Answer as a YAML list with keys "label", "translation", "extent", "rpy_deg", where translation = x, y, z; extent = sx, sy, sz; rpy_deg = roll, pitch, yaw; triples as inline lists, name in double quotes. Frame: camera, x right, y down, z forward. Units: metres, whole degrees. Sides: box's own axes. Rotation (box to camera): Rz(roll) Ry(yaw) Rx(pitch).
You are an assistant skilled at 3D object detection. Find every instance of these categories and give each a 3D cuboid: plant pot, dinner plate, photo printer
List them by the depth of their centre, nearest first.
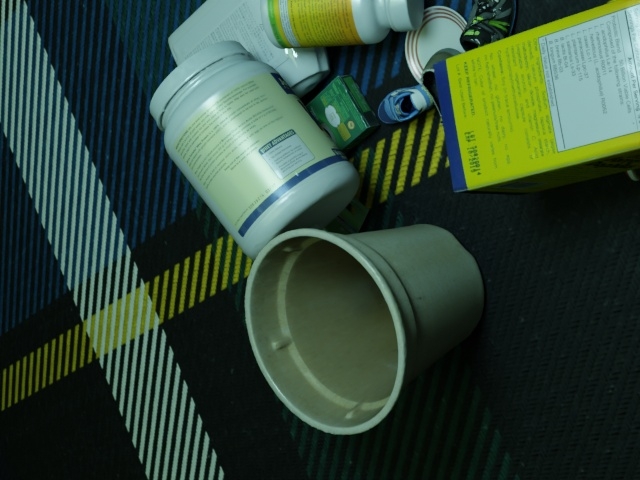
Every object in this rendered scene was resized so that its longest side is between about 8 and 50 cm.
- label: "dinner plate"
  translation: [0.198, -0.311, 1.791]
  extent: [0.141, 0.017, 0.141]
  rpy_deg: [14, 111, 40]
- label: "plant pot"
  translation: [0.100, 0.112, 1.814]
  extent: [0.334, 0.305, 0.334]
  rpy_deg: [15, 112, 40]
- label: "photo printer"
  translation: [-0.126, -0.349, 2.017]
  extent: [0.307, 0.107, 0.256]
  rpy_deg: [-32, 82, 43]

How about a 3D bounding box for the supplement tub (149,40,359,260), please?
- label: "supplement tub"
  translation: [-0.115, -0.152, 1.854]
  extent: [0.325, 0.235, 0.235]
  rpy_deg: [52, 132, 12]

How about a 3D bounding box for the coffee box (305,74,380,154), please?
- label: "coffee box"
  translation: [0.016, -0.204, 1.978]
  extent: [0.184, 0.040, 0.113]
  rpy_deg: [-39, 75, 42]

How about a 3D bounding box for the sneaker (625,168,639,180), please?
- label: "sneaker"
  translation: [0.425, -0.132, 1.616]
  extent: [0.067, 0.042, 0.118]
  rpy_deg: [-32, 73, 40]

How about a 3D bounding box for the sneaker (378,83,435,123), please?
- label: "sneaker"
  translation: [0.136, -0.226, 1.837]
  extent: [0.144, 0.059, 0.053]
  rpy_deg: [-20, 103, 55]

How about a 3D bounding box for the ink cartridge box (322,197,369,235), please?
- label: "ink cartridge box"
  translation: [0.000, 0.000, 2.041]
  extent: [0.109, 0.062, 0.209]
  rpy_deg: [42, 127, 27]

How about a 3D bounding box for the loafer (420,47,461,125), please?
- label: "loafer"
  translation: [0.232, -0.183, 1.739]
  extent: [0.094, 0.087, 0.251]
  rpy_deg: [-36, 86, 43]

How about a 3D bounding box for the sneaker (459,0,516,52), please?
- label: "sneaker"
  translation: [0.256, -0.330, 1.688]
  extent: [0.067, 0.078, 0.188]
  rpy_deg: [12, 110, 40]

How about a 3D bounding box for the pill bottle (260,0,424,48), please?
- label: "pill bottle"
  translation: [0.038, -0.386, 1.787]
  extent: [0.245, 0.136, 0.136]
  rpy_deg: [1, 105, 22]

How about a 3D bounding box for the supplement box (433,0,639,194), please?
- label: "supplement box"
  translation: [0.364, -0.191, 1.511]
  extent: [0.356, 0.195, 0.194]
  rpy_deg: [-13, 83, 40]
